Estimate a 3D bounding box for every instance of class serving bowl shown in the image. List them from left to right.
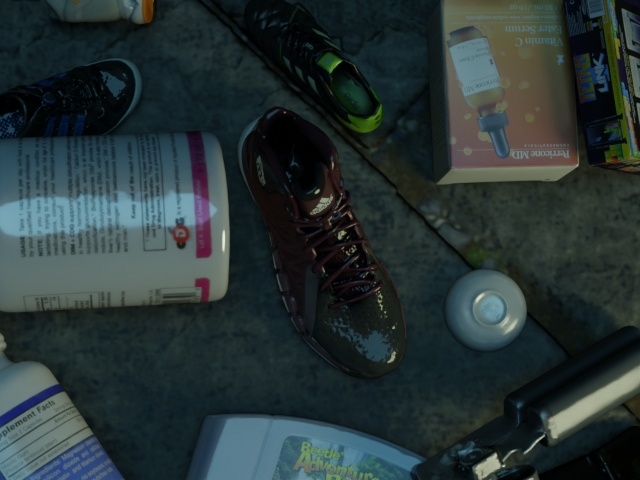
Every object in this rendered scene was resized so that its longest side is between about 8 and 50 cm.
[{"bbox_3d":[0.165,0.068,1.402,0.083,0.027,0.083,1,83,-5],"label":"serving bowl"}]

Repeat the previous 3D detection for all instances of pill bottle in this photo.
[{"bbox_3d":[-0.276,0.206,1.284,0.152,0.152,0.272,-35,87,-8],"label":"pill bottle"},{"bbox_3d":[-0.231,-0.017,1.304,0.283,0.160,0.160,-3,83,-10],"label":"pill bottle"}]

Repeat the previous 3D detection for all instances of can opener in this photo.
[{"bbox_3d":[0.218,0.184,1.353,0.283,0.076,0.095,-27,110,-20],"label":"can opener"}]

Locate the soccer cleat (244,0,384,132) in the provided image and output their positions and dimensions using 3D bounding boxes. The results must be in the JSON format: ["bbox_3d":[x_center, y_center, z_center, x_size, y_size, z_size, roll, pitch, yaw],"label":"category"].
[{"bbox_3d":[-0.003,-0.179,1.396,0.179,0.072,0.060,45,81,2],"label":"soccer cleat"}]

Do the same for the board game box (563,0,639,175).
[{"bbox_3d":[0.295,-0.154,1.387,0.048,0.141,0.170,-11,82,30],"label":"board game box"}]

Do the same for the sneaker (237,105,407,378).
[{"bbox_3d":[0.000,0.000,1.328,0.106,0.162,0.281,-27,86,-8],"label":"sneaker"}]

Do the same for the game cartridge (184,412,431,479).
[{"bbox_3d":[0.009,0.275,1.352,0.294,0.060,0.196,17,78,-3],"label":"game cartridge"}]

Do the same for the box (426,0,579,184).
[{"bbox_3d":[0.178,-0.146,1.399,0.130,0.091,0.171,-2,83,-5],"label":"box"}]

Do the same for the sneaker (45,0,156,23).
[{"bbox_3d":[-0.235,-0.337,1.388,0.121,0.099,0.262,-8,82,-1],"label":"sneaker"}]

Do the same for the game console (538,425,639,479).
[{"bbox_3d":[0.289,0.261,1.397,0.107,0.071,0.122,-24,86,-37],"label":"game console"}]

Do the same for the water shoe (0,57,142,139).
[{"bbox_3d":[-0.264,-0.119,1.362,0.203,0.080,0.073,-27,86,-8],"label":"water shoe"}]
